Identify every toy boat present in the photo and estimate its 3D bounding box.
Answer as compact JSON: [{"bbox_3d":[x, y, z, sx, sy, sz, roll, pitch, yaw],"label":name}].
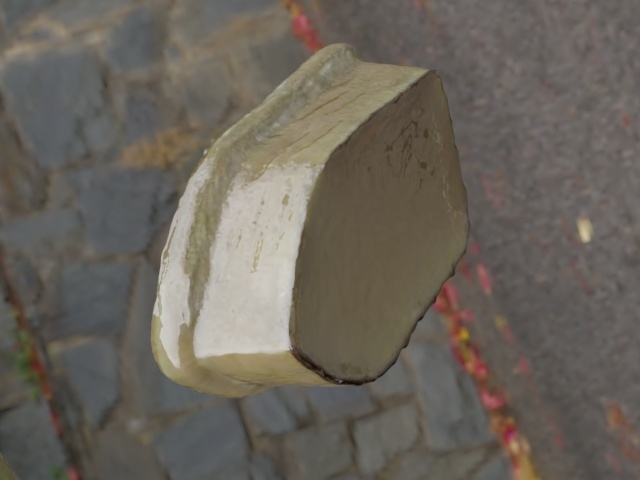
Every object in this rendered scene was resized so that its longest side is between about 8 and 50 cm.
[{"bbox_3d":[0.000,0.000,0.706,0.061,0.188,0.116,5,123,28],"label":"toy boat"}]

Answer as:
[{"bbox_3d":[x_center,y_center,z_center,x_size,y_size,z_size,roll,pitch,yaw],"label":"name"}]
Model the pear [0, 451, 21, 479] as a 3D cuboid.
[{"bbox_3d":[-0.291,0.166,0.702,0.413,0.352,0.352,43,-170,-40],"label":"pear"}]
